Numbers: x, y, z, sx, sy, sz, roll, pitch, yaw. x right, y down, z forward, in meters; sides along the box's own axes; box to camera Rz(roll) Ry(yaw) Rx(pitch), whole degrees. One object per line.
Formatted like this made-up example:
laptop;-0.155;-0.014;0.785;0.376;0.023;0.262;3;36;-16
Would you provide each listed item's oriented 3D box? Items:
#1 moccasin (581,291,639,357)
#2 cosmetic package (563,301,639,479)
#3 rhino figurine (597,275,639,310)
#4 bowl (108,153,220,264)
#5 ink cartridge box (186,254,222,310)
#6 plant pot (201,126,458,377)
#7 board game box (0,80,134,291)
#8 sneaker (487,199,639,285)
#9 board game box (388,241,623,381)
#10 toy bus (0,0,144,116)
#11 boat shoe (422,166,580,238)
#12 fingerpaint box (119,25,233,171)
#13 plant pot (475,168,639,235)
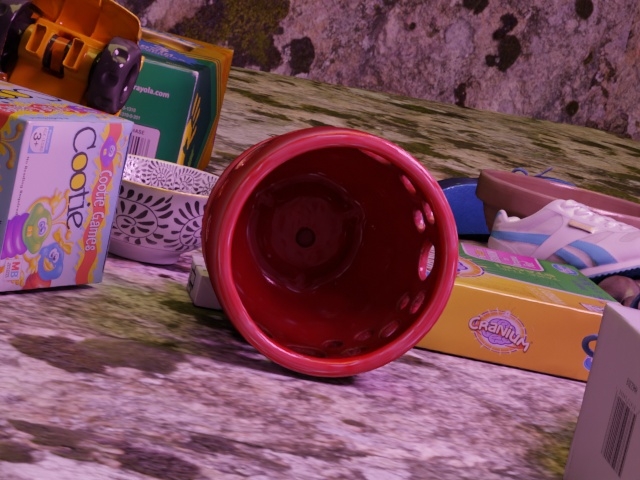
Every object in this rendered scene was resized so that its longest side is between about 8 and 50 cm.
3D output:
moccasin;0.288;0.107;1.498;0.117;0.137;0.342;-22;-13;25
cosmetic package;0.295;0.148;1.228;0.225;0.138;0.224;11;10;-6
rhino figurine;0.360;0.079;1.929;0.243;0.073;0.106;7;14;-42
bowl;-0.159;-0.025;1.786;0.170;0.080;0.170;12;9;-2
ink cartridge box;-0.088;0.038;1.670;0.048;0.028;0.083;12;10;-12
plant pot;0.000;0.000;1.538;0.191;0.191;0.174;12;6;-10
board game box;-0.316;-0.065;1.604;0.275;0.144;0.142;18;11;28
sneaker;0.271;0.003;1.965;0.229;0.092;0.087;-5;-14;30
board game box;0.110;0.047;1.783;0.317;0.064;0.242;12;9;-11
toy bus;-0.270;-0.129;1.952;0.149;0.220;0.211;22;-10;5
boat shoe;0.229;-0.050;2.410;0.258;0.109;0.089;11;6;-28
fingerpaint box;-0.346;-0.193;2.253;0.445;0.163;0.371;14;10;2
plant pot;0.279;0.002;2.146;0.237;0.109;0.237;13;8;-2
